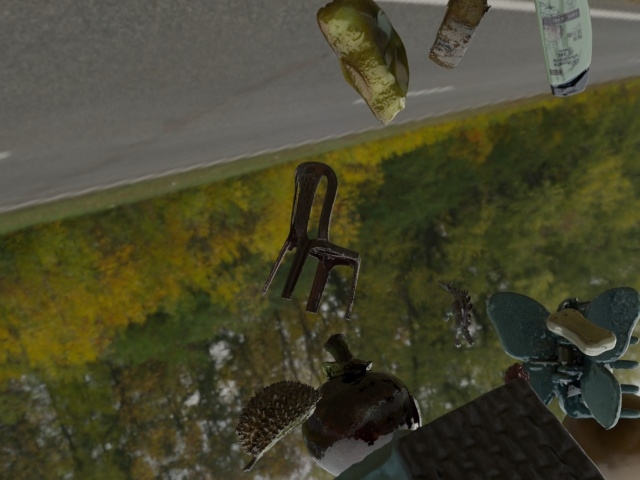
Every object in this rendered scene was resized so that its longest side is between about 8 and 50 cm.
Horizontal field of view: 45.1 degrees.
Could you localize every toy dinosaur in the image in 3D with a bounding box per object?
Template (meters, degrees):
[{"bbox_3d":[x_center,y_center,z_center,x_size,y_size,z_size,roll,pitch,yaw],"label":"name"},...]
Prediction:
[{"bbox_3d":[0.274,0.134,1.532,0.039,0.082,0.209,5,-151,-12],"label":"toy dinosaur"}]

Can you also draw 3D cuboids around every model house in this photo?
[{"bbox_3d":[0.227,0.358,0.942,0.339,0.360,0.297,-41,144,10],"label":"model house"}]

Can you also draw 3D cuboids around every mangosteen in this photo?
[{"bbox_3d":[0.062,0.310,1.463,0.231,0.289,0.231,-20,157,-9],"label":"mangosteen"}]

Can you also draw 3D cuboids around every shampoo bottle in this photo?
[{"bbox_3d":[0.662,-0.563,2.081,0.134,0.359,0.078,-14,-143,13],"label":"shampoo bottle"}]

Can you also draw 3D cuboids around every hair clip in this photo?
[{"bbox_3d":[0.631,0.279,1.850,0.238,0.318,0.392,9,167,-44],"label":"hair clip"}]

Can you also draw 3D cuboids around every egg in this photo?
[{"bbox_3d":[0.770,0.541,2.022,0.283,0.282,0.351,-19,156,-8],"label":"egg"}]

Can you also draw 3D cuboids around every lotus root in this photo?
[{"bbox_3d":[0.281,-0.440,1.584,0.074,0.170,0.260,22,-164,-1],"label":"lotus root"}]

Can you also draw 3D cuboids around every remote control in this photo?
[{"bbox_3d":[0.480,0.169,1.422,0.074,0.032,0.122,-14,-150,-27],"label":"remote control"}]

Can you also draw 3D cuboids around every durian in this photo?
[{"bbox_3d":[-0.066,0.227,0.984,0.140,0.071,0.110,-44,167,-21],"label":"durian"}]

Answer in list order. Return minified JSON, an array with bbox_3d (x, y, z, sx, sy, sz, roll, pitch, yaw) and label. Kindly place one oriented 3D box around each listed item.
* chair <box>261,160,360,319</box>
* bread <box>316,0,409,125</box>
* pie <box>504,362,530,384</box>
[{"bbox_3d":[0.000,0.000,1.804,0.183,0.326,0.176,22,171,-33],"label":"chair"},{"bbox_3d":[0.090,-0.326,1.342,0.088,0.233,0.160,-13,-151,35],"label":"bread"},{"bbox_3d":[0.401,0.320,1.536,0.036,0.154,0.154,-14,-175,24],"label":"pie"}]
